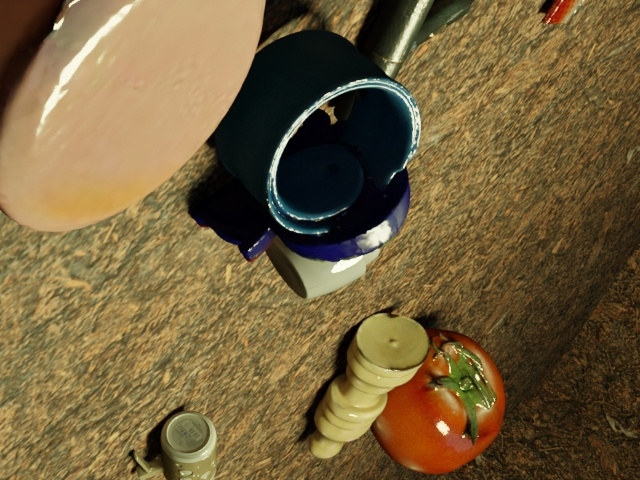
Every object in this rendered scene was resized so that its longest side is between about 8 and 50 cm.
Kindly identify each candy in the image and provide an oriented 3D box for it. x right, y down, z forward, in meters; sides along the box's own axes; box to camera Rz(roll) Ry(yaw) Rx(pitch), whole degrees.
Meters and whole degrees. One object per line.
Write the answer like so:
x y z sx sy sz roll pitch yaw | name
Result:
-0.146 -0.122 0.777 0.255 0.094 0.255 -42 159 -20 | candy

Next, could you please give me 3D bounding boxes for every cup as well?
-0.182 0.264 1.483 0.099 0.102 0.074 99 -1 -54 | cup

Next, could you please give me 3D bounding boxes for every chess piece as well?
0.055 0.261 1.915 0.139 0.124 0.307 -73 -170 -52 | chess piece

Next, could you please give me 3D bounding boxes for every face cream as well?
0.000 0.000 1.285 0.104 0.117 0.117 -34 157 -14 | face cream

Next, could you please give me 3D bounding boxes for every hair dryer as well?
0.104 -0.213 1.227 0.195 0.050 0.173 -30 156 -49 | hair dryer

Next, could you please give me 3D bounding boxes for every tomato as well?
0.199 0.282 2.048 0.256 0.256 0.224 -27 168 -46 | tomato

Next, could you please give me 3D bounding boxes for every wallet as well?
0.358 -0.363 1.503 0.196 0.020 0.103 -56 161 25 | wallet

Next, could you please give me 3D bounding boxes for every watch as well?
-0.012 -0.085 1.069 0.196 0.171 0.200 -40 144 -20 | watch
